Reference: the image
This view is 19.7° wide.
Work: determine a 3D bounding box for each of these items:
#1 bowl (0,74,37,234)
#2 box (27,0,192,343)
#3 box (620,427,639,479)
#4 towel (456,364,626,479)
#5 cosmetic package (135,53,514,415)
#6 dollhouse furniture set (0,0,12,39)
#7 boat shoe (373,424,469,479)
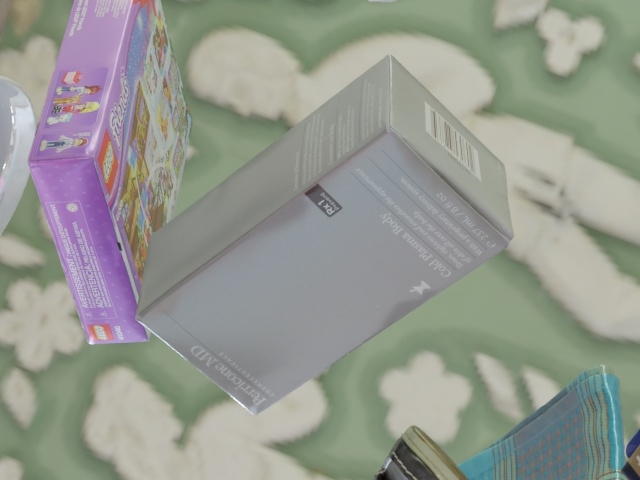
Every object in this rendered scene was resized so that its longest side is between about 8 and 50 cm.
[{"bbox_3d":[-0.424,-0.062,1.806,0.298,0.134,0.298,-48,-20,-25],"label":"bowl"},{"bbox_3d":[-0.171,-0.086,1.555,0.293,0.057,0.201,-84,-13,-48],"label":"box"},{"bbox_3d":[0.331,0.187,1.519,0.136,0.036,0.225,-57,34,16],"label":"box"},{"bbox_3d":[0.214,0.331,1.867,0.271,0.040,0.370,-42,30,41],"label":"towel"},{"bbox_3d":[0.000,0.000,1.247,0.238,0.127,0.107,-39,26,24],"label":"cosmetic package"},{"bbox_3d":[-0.358,-0.166,1.351,0.242,0.212,0.161,5,-73,-52],"label":"dollhouse furniture set"},{"bbox_3d":[0.068,0.196,1.302,0.073,0.080,0.223,-38,-19,-9],"label":"boat shoe"}]
